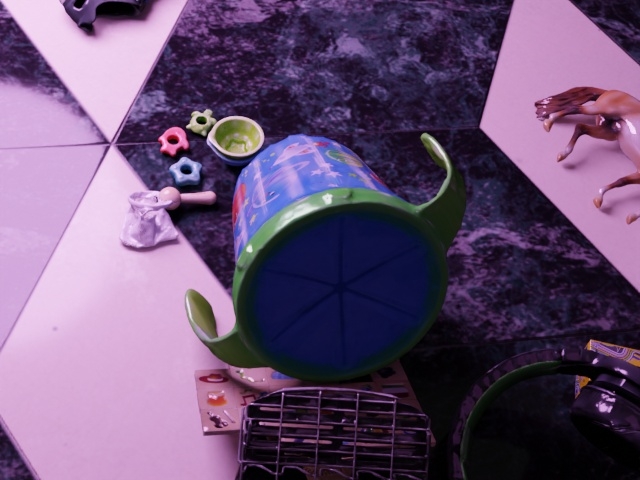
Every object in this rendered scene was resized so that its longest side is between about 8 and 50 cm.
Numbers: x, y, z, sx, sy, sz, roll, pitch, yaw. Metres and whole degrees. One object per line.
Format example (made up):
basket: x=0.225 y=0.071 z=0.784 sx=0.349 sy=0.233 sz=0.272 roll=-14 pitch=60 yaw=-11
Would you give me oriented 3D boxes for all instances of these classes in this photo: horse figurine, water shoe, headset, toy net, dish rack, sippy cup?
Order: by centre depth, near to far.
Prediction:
dish rack: x=0.006 y=0.279 z=1.101 sx=0.208 sy=0.074 sz=0.272 roll=5 pitch=85 yaw=-8
headset: x=0.327 y=0.234 z=1.175 sx=0.394 sy=0.185 sz=0.244 roll=6 pitch=67 yaw=11
sippy cup: x=0.000 y=0.000 z=1.269 sx=0.305 sy=0.240 sz=0.224 roll=-4 pitch=34 yaw=-13
toy net: x=-0.178 y=-0.086 z=1.412 sx=0.122 sy=0.045 sz=0.232 roll=35 pitch=57 yaw=14
horse figurine: x=0.411 y=-0.128 z=1.535 sx=0.174 sy=0.066 sz=0.263 roll=-30 pitch=68 yaw=-20
water shoe: x=-0.264 y=-0.352 z=1.579 sx=0.203 sy=0.073 sz=0.080 roll=-29 pitch=87 yaw=-22

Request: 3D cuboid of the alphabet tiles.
alphabet tiles: x=-0.014 y=0.170 z=1.228 sx=0.237 sy=0.009 sz=0.198 roll=-2 pitch=26 yaw=-11

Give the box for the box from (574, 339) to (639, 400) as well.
box: x=0.389 y=0.170 z=1.330 sx=0.168 sy=0.054 sz=0.059 roll=13 pitch=55 yaw=-2

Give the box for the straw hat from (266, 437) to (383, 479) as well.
straw hat: x=0.010 y=0.229 z=1.211 sx=0.144 sy=0.061 sz=0.144 roll=2 pitch=16 yaw=-1
